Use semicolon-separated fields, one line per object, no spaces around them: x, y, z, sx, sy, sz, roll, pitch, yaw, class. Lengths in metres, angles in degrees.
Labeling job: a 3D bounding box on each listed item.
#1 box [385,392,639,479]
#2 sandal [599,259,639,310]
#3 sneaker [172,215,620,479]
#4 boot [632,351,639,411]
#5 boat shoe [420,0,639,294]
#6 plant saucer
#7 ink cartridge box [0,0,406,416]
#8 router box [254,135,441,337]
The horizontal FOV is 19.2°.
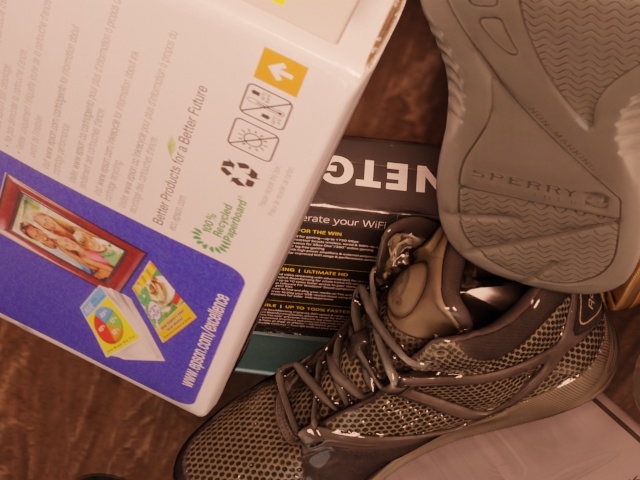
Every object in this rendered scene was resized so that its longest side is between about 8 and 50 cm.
0.083;0.144;0.933;0.169;0.087;0.290;-25;-168;-4;box
0.171;-0.023;0.870;0.049;0.072;0.180;-5;154;-15;sandal
0.021;0.057;0.890;0.227;0.087;0.130;-22;142;8;sneaker
0.247;0.002;0.879;0.236;0.085;0.178;-43;170;10;boot
0.106;-0.101;0.723;0.118;0.103;0.320;14;147;12;boat shoe
0.015;0.065;1.092;0.192;0.018;0.067;8;150;-4;plant saucer
-0.146;-0.071;0.800;0.307;0.072;0.303;28;149;1;ink cartridge box
0.000;0.000;0.949;0.179;0.046;0.133;5;149;-2;router box
